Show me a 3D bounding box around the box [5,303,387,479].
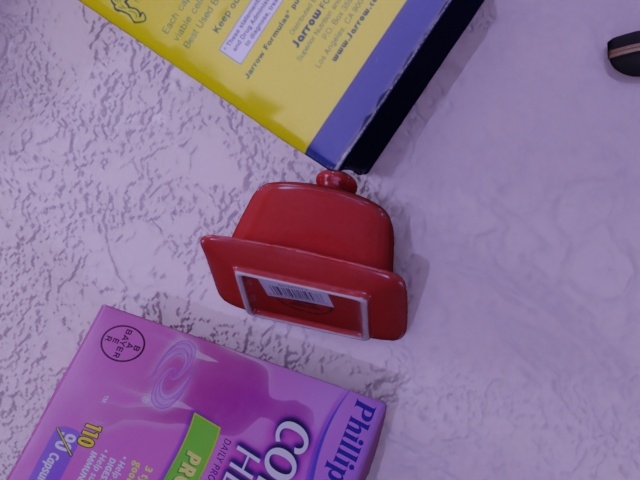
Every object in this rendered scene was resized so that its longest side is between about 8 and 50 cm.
[{"bbox_3d":[-0.100,0.197,1.091,0.243,0.117,0.213,20,53,7],"label":"box"}]

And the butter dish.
[{"bbox_3d":[0.000,0.000,1.126,0.160,0.160,0.118,12,70,8],"label":"butter dish"}]

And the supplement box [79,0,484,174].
[{"bbox_3d":[-0.069,-0.225,1.089,0.357,0.194,0.195,35,96,6],"label":"supplement box"}]

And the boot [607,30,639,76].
[{"bbox_3d":[0.323,-0.100,1.101,0.198,0.077,0.137,-1,97,9],"label":"boot"}]
